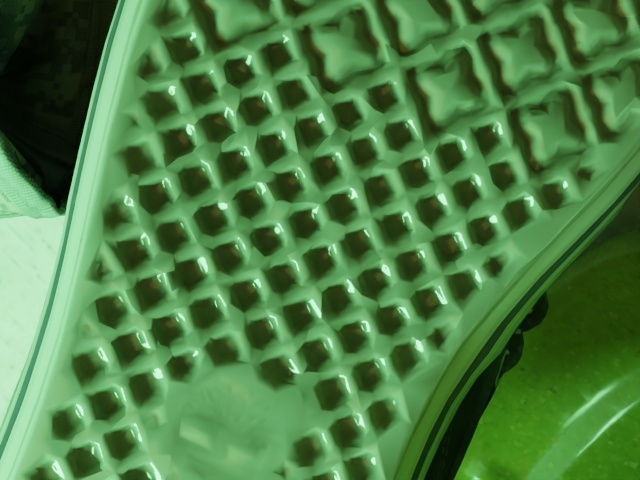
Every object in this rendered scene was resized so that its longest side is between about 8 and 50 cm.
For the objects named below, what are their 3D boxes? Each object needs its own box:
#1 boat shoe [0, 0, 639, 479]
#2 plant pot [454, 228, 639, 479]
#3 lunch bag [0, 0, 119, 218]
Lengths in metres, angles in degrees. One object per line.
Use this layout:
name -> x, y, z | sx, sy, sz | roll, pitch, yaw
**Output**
boat shoe -> 0.000, 0.000, 0.552 | 0.186, 0.156, 0.500 | 24, 90, -3
plant pot -> 0.152, 0.177, 0.571 | 0.254, 0.276, 0.276 | 32, 116, -10
lunch bag -> -0.203, -0.141, 0.589 | 0.235, 0.169, 0.287 | 0, 106, 20
